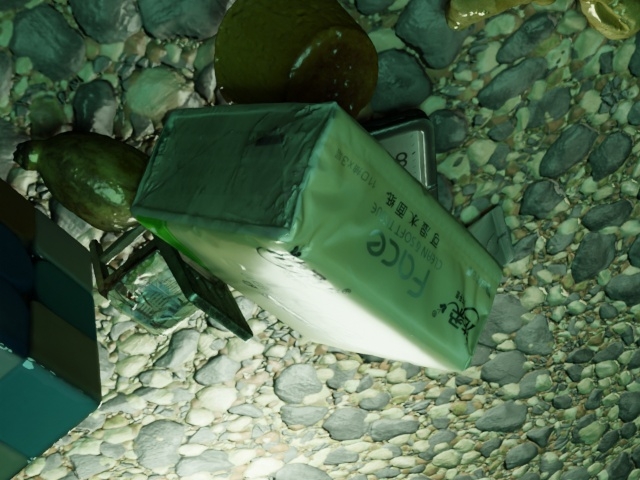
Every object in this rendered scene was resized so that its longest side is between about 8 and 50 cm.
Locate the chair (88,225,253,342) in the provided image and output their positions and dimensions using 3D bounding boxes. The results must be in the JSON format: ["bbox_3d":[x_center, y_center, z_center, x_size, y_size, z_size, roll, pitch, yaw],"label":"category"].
[{"bbox_3d":[-0.223,0.070,1.332,0.147,0.270,0.136,-40,131,9],"label":"chair"}]

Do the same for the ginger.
[{"bbox_3d":[0.363,-0.436,1.297,0.348,0.122,0.363,-14,140,-24],"label":"ginger"}]

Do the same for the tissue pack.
[{"bbox_3d":[0.000,0.000,1.246,0.405,0.332,0.205,37,69,-40],"label":"tissue pack"}]

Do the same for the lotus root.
[{"bbox_3d":[-0.309,-0.086,1.266,0.214,0.138,0.138,26,112,-30],"label":"lotus root"}]

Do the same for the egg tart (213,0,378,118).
[{"bbox_3d":[-0.026,-0.238,1.245,0.215,0.171,0.215,-21,133,-25],"label":"egg tart"}]

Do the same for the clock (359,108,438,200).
[{"bbox_3d":[0.057,-0.065,1.493,0.273,0.049,0.279,-16,130,-10],"label":"clock"}]

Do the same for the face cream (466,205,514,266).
[{"bbox_3d":[0.213,0.071,1.647,0.314,0.089,0.143,-33,131,-7],"label":"face cream"}]

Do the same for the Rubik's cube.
[{"bbox_3d":[-0.508,0.106,1.114,0.347,0.344,0.346,-38,125,8],"label":"Rubik's cube"}]
